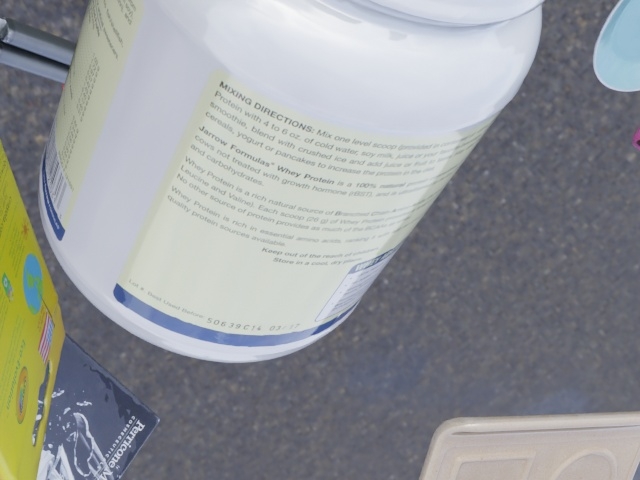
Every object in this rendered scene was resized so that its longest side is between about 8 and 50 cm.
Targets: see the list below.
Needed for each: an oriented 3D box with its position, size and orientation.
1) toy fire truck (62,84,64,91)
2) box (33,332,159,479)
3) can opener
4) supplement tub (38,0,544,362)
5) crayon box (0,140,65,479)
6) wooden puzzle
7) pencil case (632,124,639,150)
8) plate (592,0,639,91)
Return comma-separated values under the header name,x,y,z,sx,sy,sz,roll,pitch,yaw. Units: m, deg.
name,x,y,z,sx,sy,sz,roll,pitch,yaw
toy fire truck,-0.416,-0.346,2.037,0.135,0.047,0.192,11,110,-33
box,-0.406,0.230,1.126,0.312,0.179,0.343,51,61,-35
can opener,-0.474,-0.291,1.590,0.074,0.093,0.280,-43,149,26
supplement tub,-0.020,-0.102,0.609,0.235,0.235,0.325,-10,149,-34
crayon box,-0.275,0.045,0.776,0.081,0.202,0.319,-4,134,2
wooden puzzle,0.219,0.332,1.243,0.322,0.080,0.348,4,117,-29
pencil case,0.323,-0.139,0.787,0.095,0.098,0.209,0,127,-32
plate,0.365,-0.236,1.098,0.188,0.024,0.188,-18,143,-14
